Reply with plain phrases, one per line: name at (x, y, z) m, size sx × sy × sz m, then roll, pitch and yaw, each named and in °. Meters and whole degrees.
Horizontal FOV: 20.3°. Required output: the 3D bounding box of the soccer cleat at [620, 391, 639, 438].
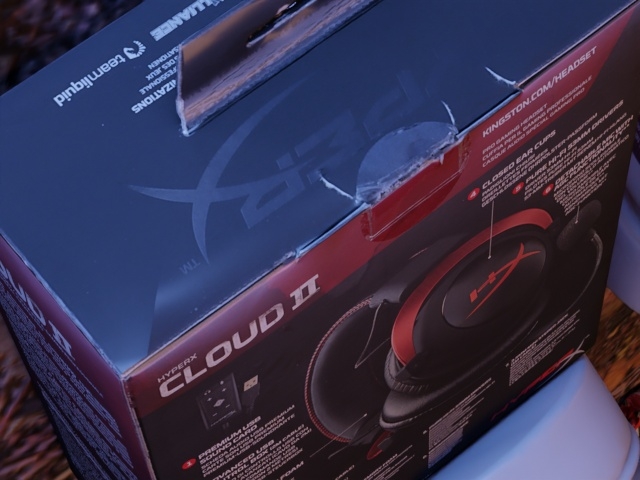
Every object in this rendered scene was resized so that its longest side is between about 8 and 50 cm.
soccer cleat at (0.225, 0.144, 1.324) m, size 0.035 × 0.029 × 0.083 m, roll -12°, pitch 137°, yaw -43°

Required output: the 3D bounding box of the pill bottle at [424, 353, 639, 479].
pill bottle at (0.155, 0.257, 0.843) m, size 0.229 × 0.408 × 0.229 m, roll -33°, pitch -169°, yaw 7°

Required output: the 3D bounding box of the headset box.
headset box at (0.000, 0.000, 0.645) m, size 0.218 × 0.110 × 0.293 m, roll -37°, pitch 155°, yaw -15°

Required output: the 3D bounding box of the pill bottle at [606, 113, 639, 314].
pill bottle at (0.216, -0.063, 0.861) m, size 0.121 × 0.121 × 0.221 m, roll -21°, pitch 148°, yaw -40°
